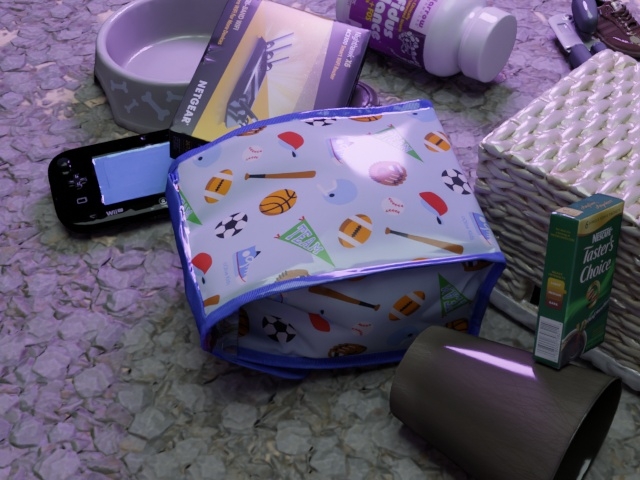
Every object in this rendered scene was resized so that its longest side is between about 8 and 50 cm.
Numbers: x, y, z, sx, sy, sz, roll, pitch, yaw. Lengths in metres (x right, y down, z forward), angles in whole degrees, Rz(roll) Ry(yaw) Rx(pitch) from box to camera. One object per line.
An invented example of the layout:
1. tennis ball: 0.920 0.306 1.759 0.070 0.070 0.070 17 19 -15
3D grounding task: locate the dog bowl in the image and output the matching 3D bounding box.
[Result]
1. dog bowl: -0.237 -0.326 1.817 0.348 0.102 0.349 -1 44 1

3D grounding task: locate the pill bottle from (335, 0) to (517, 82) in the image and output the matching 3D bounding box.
1. pill bottle: 0.189 -0.392 1.826 0.301 0.169 0.169 29 51 28

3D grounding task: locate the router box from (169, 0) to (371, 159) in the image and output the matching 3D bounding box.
1. router box: -0.075 -0.235 1.632 0.242 0.081 0.309 17 59 2

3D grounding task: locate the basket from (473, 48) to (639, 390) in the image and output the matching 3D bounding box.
1. basket: 0.413 -0.041 1.391 0.328 0.267 0.331 33 52 31

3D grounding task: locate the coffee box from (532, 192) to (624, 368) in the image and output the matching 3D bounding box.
1. coffee box: 0.298 0.045 1.185 0.040 0.184 0.113 19 24 38

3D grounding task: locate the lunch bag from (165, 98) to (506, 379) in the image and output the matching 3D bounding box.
1. lunch bag: 0.000 0.000 1.381 0.385 0.239 0.328 -6 45 -15

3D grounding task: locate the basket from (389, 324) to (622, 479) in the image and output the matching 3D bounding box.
1. basket: 0.211 0.202 1.227 0.226 0.154 0.204 25 64 30

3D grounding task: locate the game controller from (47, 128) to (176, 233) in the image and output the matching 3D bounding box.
1. game controller: -0.260 -0.103 1.611 0.319 0.067 0.166 -14 45 -12

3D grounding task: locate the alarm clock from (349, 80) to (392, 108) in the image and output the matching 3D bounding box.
1. alarm clock: 0.018 -0.226 1.739 0.192 0.064 0.129 14 46 20

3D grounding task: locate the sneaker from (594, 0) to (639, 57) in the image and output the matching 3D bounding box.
1. sneaker: 0.544 -0.406 1.902 0.066 0.071 0.188 -26 49 -24

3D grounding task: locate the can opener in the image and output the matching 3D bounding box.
1. can opener: 0.481 -0.337 1.827 0.074 0.093 0.280 -7 49 -8
